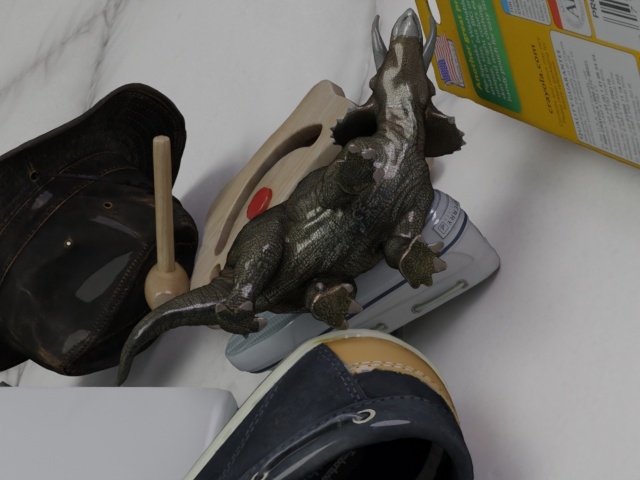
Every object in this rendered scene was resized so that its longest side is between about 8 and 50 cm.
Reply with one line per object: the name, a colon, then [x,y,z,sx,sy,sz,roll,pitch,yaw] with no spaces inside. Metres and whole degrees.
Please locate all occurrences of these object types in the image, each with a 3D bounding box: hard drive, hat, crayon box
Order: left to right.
hard drive: [-0.189,0.256,1.408,0.210,0.040,0.318,-1,54,16]
hat: [-0.198,0.034,1.610,0.134,0.331,0.331,40,101,20]
crayon box: [0.156,-0.172,1.199,0.083,0.203,0.323,-24,23,-17]

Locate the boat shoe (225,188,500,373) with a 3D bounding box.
boat shoe: [0.028,0.050,1.328,0.226,0.076,0.083,-32,23,38]

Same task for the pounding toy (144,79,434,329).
pounding toy: [-0.055,-0.013,1.443,0.269,0.155,0.154,-47,27,26]

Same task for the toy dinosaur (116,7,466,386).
toy dinosaur: [0.000,0.000,1.243,0.313,0.121,0.160,-49,9,9]

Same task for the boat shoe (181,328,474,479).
boat shoe: [-0.074,0.280,1.165,0.500,0.187,0.156,-54,22,0]

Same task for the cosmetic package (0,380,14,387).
cosmetic package: [-0.241,0.229,1.575,0.060,0.099,0.239,-47,31,23]
